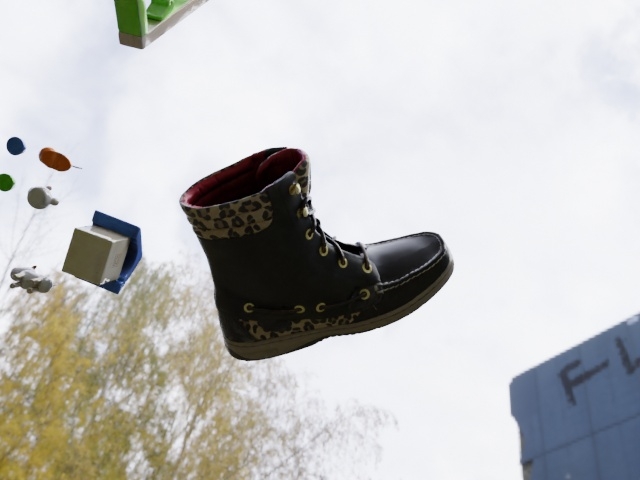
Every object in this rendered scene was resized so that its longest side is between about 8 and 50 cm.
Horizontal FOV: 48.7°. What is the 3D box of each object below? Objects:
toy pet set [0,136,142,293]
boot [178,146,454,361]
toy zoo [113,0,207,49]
[{"bbox_3d":[-0.211,-0.011,0.596,0.114,0.065,0.122,20,-83,5],"label":"toy pet set"},{"bbox_3d":[0.000,0.000,1.029,0.378,0.138,0.284,-18,-57,-1],"label":"boot"},{"bbox_3d":[-0.147,-0.357,0.672,0.030,0.192,0.293,16,-48,14],"label":"toy zoo"}]
